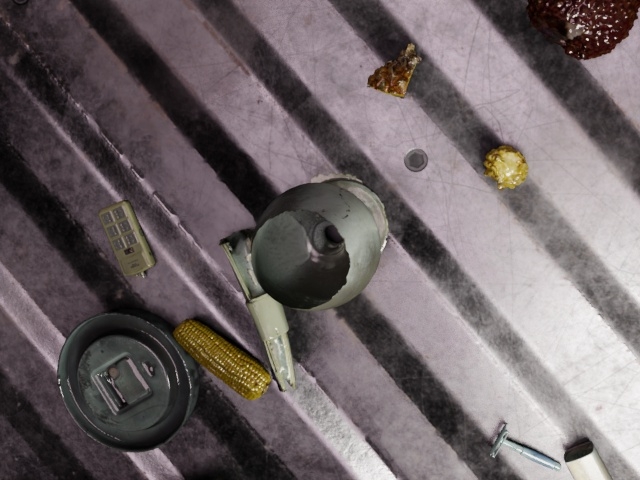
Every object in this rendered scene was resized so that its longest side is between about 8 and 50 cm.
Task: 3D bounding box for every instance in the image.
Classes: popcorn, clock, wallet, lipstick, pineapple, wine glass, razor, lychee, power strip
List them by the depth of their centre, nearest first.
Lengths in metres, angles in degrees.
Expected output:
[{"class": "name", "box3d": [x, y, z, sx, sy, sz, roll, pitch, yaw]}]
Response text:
[{"class": "lychee", "box3d": [0.440, -0.399, 1.385, 0.188, 0.188, 0.188, 3, 102, 15]}, {"class": "wine glass", "box3d": [0.000, 0.000, 1.508, 0.238, 0.323, 0.238, 2, 100, 14]}, {"class": "popcorn", "box3d": [0.338, -0.132, 1.527, 0.082, 0.057, 0.083, 13, 101, 6]}, {"class": "pineapple", "box3d": [0.150, -0.308, 1.545, 0.077, 0.114, 0.114, 33, 93, -31]}, {"class": "lipstick", "box3d": [0.549, 0.511, 1.593, 0.079, 0.077, 0.253, -29, 93, 19]}, {"class": "wallet", "box3d": [-0.115, 0.134, 1.628, 0.077, 0.223, 0.309, -20, 95, -9]}, {"class": "razor", "box3d": [0.408, 0.417, 1.639, 0.135, 0.040, 0.068, 25, 108, 2]}, {"class": "power strip", "box3d": [-0.409, 0.002, 1.772, 0.076, 0.028, 0.169, -22, 95, 17]}, {"class": "clock", "box3d": [-0.416, 0.301, 1.818, 0.319, 0.066, 0.319, 3, 102, 15]}]

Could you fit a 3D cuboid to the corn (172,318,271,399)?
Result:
[{"class": "corn", "box3d": [-0.203, 0.244, 1.743, 0.231, 0.080, 0.080, 38, 108, 7]}]
